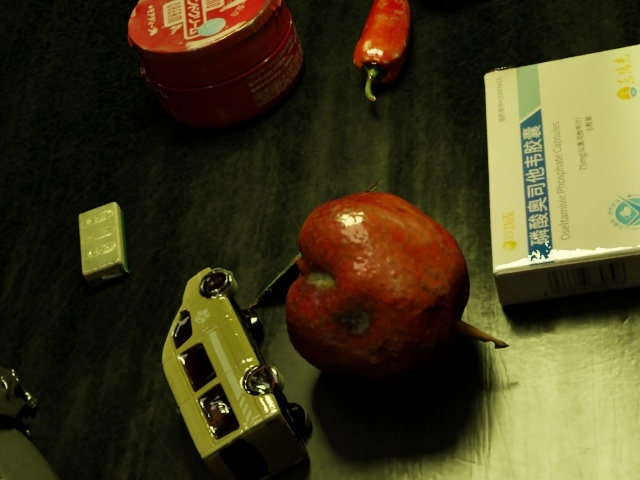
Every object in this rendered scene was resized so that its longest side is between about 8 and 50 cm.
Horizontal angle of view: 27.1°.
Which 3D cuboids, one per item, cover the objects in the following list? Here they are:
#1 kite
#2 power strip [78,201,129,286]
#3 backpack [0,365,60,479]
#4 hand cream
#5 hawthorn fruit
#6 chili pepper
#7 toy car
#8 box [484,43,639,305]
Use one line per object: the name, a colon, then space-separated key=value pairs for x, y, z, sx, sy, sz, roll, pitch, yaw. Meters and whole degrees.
kite: x=0.000 y=0.000 z=1.575 sx=0.241 sy=0.014 sz=0.183 roll=-43 pitch=2 yaw=18
power strip: x=-0.282 y=0.005 z=1.727 sx=0.056 sy=0.032 sz=0.123 roll=-20 pitch=44 yaw=5
backpack: x=-0.402 y=0.298 z=1.302 sx=0.363 sy=0.255 sz=0.446 roll=-37 pitch=60 yaw=-16
hand cream: x=-0.143 y=-0.276 z=1.862 sx=0.230 sy=0.149 sz=0.230 roll=-14 pitch=43 yaw=13
hawthorn fruit: x=0.086 y=0.065 z=1.410 sx=0.243 sy=0.207 sz=0.207 roll=21 pitch=56 yaw=12
chili pepper: x=0.088 y=-0.283 z=1.836 sx=0.071 sy=0.063 sz=0.272 roll=4 pitch=46 yaw=10
toy car: x=-0.107 y=0.148 z=1.465 sx=0.124 sy=0.101 sz=0.256 roll=-29 pitch=45 yaw=-1
box: x=0.295 y=-0.084 z=1.546 sx=0.200 sy=0.065 sz=0.343 roll=-9 pitch=45 yaw=15
